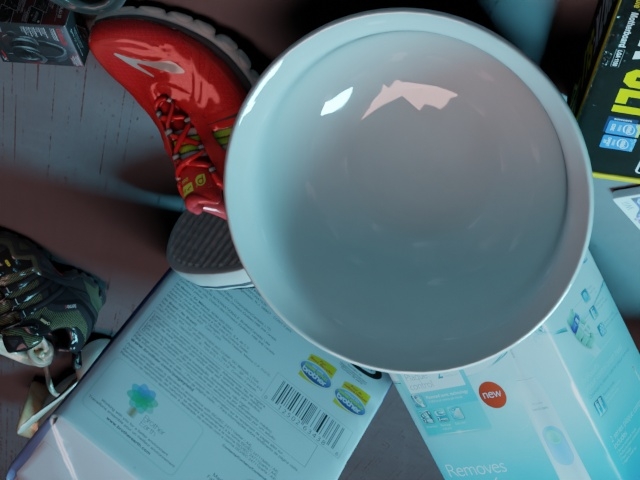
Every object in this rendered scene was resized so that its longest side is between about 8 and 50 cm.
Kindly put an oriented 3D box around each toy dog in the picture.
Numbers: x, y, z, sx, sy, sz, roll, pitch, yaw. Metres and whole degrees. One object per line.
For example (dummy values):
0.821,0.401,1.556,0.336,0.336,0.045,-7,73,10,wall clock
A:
-0.342,0.255,2.004,0.220,0.161,0.334,6,154,7,toy dog

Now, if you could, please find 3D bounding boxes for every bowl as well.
0.077,-0.051,1.194,0.297,0.298,0.134,4,-162,10,bowl

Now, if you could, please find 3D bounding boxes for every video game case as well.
0.347,-0.032,1.354,0.122,0.011,0.087,-9,149,34,video game case

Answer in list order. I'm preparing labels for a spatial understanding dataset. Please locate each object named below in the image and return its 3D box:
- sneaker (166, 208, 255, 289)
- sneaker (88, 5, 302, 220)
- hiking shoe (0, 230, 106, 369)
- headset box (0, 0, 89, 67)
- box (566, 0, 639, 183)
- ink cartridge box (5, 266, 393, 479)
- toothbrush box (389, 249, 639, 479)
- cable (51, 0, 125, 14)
0.000,0.000,1.405,0.321,0.126,0.127,-12,142,36,sneaker
-0.093,-0.084,1.236,0.279,0.118,0.107,44,142,-23,sneaker
-0.349,0.068,1.673,0.226,0.114,0.086,28,148,-34,hiking shoe
-0.235,-0.177,1.225,0.083,0.032,0.062,6,154,10,headset box
0.331,-0.138,1.068,0.257,0.079,0.322,10,155,3,box
-0.097,0.168,1.504,0.270,0.395,0.151,40,134,-5,ink cartridge box
0.210,0.153,1.484,0.216,0.126,0.296,-15,107,42,toothbrush box
-0.272,-0.254,1.087,0.287,0.072,0.139,8,140,-25,cable
